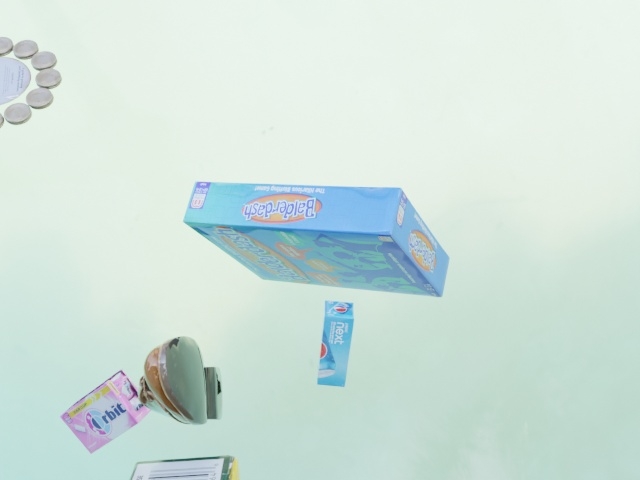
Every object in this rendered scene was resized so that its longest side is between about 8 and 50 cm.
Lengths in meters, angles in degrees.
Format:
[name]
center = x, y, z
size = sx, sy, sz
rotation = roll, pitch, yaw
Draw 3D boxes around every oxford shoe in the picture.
[oxford shoe]
center = -0.144, 0.143, 0.679
size = 0.076, 0.212, 0.076
rotation = -3, 68, -1

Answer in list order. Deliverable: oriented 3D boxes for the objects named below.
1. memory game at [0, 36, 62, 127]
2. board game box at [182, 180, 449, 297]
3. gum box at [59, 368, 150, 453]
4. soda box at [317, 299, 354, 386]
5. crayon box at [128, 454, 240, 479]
[memory game]
center = -0.461, -0.223, 1.004
size = 0.186, 0.012, 0.186
rotation = 1, 57, -1
[board game box]
center = 0.000, 0.000, 0.678
size = 0.210, 0.160, 0.047
rotation = 4, 69, 28
[gum box]
center = -0.447, 0.359, 1.487
size = 0.188, 0.107, 0.062
rotation = -35, 5, 29
[soda box]
center = 0.035, 0.249, 1.697
size = 0.071, 0.210, 0.067
rotation = 5, 29, -1
[crayon box]
center = -0.109, 0.399, 0.525
size = 0.106, 0.313, 0.363
rotation = -4, 16, 0
